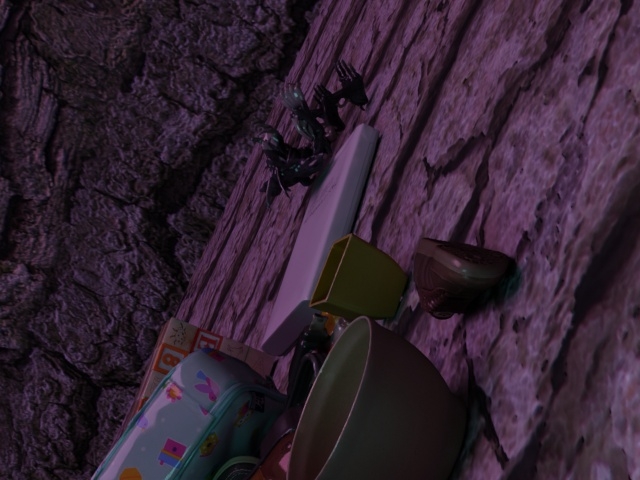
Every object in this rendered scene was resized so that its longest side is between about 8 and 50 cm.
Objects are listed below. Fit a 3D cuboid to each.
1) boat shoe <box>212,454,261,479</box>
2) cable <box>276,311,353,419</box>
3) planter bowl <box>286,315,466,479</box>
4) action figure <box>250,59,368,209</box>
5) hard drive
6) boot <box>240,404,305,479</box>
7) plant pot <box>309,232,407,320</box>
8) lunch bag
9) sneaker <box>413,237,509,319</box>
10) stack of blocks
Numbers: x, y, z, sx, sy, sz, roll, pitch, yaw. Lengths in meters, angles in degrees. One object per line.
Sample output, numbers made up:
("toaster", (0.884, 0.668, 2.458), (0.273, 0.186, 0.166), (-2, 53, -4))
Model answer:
("boat shoe", (-0.114, 0.367, 1.560), (0.073, 0.080, 0.223), (-100, 29, -62))
("cable", (-0.008, 0.195, 1.518), (0.139, 0.072, 0.287), (-99, 20, -55))
("planter bowl", (0.054, 0.157, 1.062), (0.162, 0.109, 0.162), (-157, 90, -80))
("action figure", (-0.037, -0.171, 2.013), (0.164, 0.141, 0.275), (-35, 14, 45))
("hard drive", (0.000, 0.000, 1.875), (0.203, 0.040, 0.307), (130, 161, -57))
("boot", (-0.040, 0.341, 1.293), (0.264, 0.096, 0.280), (-55, 20, 17))
("plant pot", (0.047, 0.049, 1.406), (0.081, 0.083, 0.081), (149, 143, -74))
("lunch bag", (-0.157, 0.273, 1.617), (0.279, 0.108, 0.224), (-54, -27, -1))
("sneaker", (0.124, 0.040, 1.144), (0.188, 0.066, 0.071), (-130, 47, -84))
("stack of blocks", (-0.199, 0.285, 1.890), (0.087, 0.171, 0.297), (141, 150, -69))
